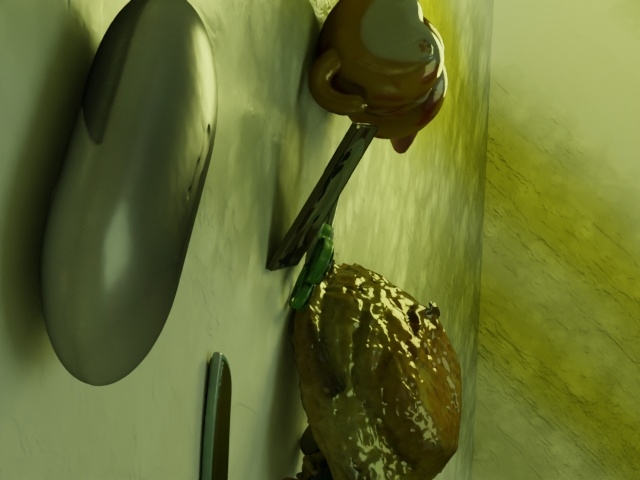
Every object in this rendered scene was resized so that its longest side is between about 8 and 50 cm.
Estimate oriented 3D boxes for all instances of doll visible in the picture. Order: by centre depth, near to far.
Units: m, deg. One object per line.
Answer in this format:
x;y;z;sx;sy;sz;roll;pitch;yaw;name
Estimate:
0.084;-0.218;2.224;0.269;0.162;0.166;34;34;-70;doll
0.005;0.283;2.340;0.102;0.089;0.179;-50;165;22;doll

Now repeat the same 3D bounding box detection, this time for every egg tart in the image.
0.084;0.179;2.284;0.351;0.153;0.339;-39;112;-64;egg tart

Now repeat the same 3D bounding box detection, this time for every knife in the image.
-0.113;0.276;1.925;0.061;0.027;0.343;-42;138;-65;knife

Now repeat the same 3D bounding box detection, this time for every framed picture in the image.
0.005;-0.053;2.110;0.201;0.010;0.136;-59;170;9;framed picture

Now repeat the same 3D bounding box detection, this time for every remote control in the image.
-0.149;-0.044;1.398;0.221;0.103;0.332;86;16;-62;remote control

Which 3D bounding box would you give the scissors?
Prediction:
0.000;0.000;2.223;0.101;0.027;0.204;-56;-168;36;scissors
